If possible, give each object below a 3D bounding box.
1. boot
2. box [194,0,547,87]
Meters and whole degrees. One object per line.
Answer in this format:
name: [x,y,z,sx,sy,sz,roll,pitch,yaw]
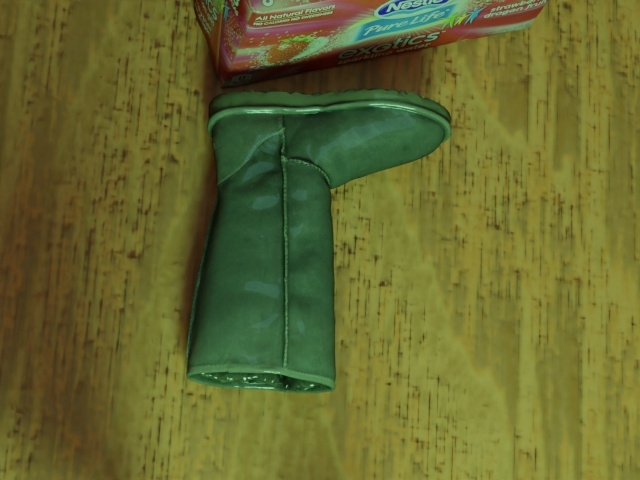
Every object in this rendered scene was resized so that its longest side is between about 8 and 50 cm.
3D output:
boot: [0.001,0.001,1.381,0.189,0.076,0.208,-3,63,1]
box: [0.040,-0.209,1.440,0.256,0.128,0.123,-12,73,-18]
